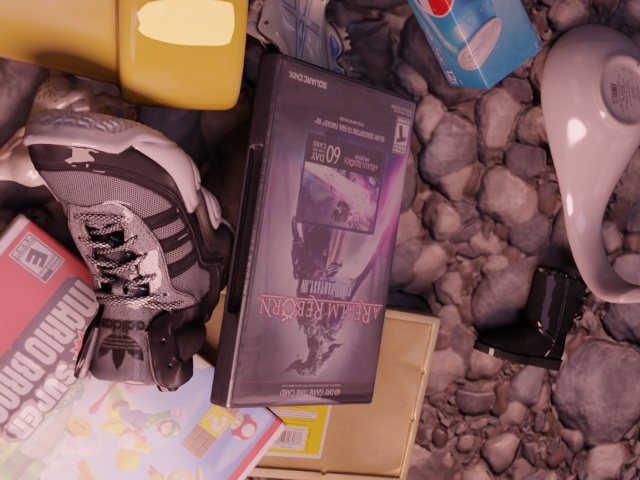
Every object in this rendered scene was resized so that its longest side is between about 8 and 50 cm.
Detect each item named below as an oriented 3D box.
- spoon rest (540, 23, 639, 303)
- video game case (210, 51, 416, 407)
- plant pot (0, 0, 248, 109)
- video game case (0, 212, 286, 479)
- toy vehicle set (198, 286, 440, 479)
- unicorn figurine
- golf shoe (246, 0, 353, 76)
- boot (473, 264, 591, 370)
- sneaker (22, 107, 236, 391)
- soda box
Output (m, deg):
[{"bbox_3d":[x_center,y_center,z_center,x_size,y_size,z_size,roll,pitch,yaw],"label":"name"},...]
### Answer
[{"bbox_3d":[0.275,-0.075,1.169,0.137,0.084,0.276,-1,84,-29],"label":"spoon rest"},{"bbox_3d":[0.000,0.000,0.991,0.196,0.026,0.274,9,89,-53],"label":"video game case"},{"bbox_3d":[-0.174,-0.220,0.829,0.239,0.254,0.254,1,100,-7],"label":"plant pot"},{"bbox_3d":[-0.196,0.144,0.968,0.285,0.025,0.204,41,85,-18],"label":"video game case"},{"bbox_3d":[-0.026,0.129,1.073,0.267,0.035,0.166,10,94,-28],"label":"toy vehicle set"},{"bbox_3d":[-0.213,-0.075,0.924,0.060,0.111,0.162,77,34,-56],"label":"unicorn figurine"},{"bbox_3d":[-0.031,-0.202,0.997,0.086,0.069,0.176,-18,106,-17],"label":"golf shoe"},{"bbox_3d":[0.209,0.072,1.176,0.121,0.045,0.099,13,96,-35],"label":"boot"},{"bbox_3d":[-0.137,0.021,0.855,0.268,0.101,0.153,54,44,-61],"label":"sneaker"},{"bbox_3d":[0.113,-0.240,1.058,0.071,0.067,0.210,-37,113,-16],"label":"soda box"}]
